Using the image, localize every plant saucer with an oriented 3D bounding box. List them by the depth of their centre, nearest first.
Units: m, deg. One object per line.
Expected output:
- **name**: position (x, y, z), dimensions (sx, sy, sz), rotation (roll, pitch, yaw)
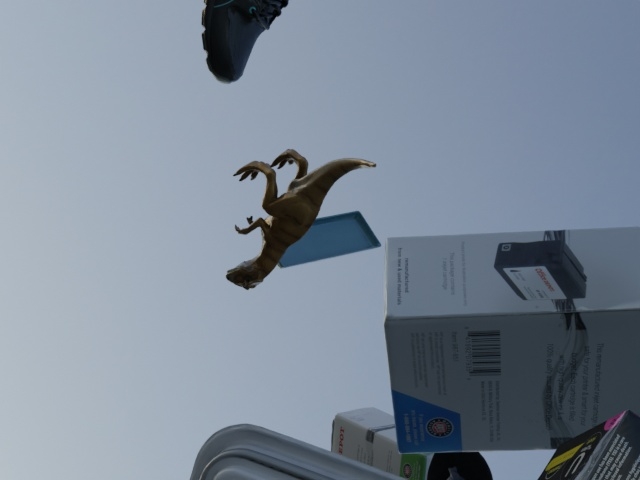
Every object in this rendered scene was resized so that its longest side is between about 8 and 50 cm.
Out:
- **plant saucer**: position (0.000, 0.000, 1.797), dimensions (0.067, 0.192, 0.018), rotation (58, -45, 21)

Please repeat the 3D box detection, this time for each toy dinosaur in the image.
- **toy dinosaur**: position (-0.018, -0.040, 1.200), dimensions (0.211, 0.064, 0.112), rotation (-49, -120, 32)

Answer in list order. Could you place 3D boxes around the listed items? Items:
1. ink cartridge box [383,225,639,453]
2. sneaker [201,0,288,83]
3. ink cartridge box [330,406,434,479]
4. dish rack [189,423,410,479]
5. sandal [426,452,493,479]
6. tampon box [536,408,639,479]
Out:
- **ink cartridge box**: position (0.227, 0.107, 1.345), dimensions (0.307, 0.129, 0.223), rotation (-2, -47, 6)
- **sneaker**: position (-0.072, -0.318, 1.561), dimensions (0.106, 0.267, 0.101), rotation (13, -2, 13)
- **ink cartridge box**: position (0.118, 0.379, 2.083), dimensions (0.219, 0.093, 0.160), rotation (19, -71, 49)
- **dish rack**: position (-0.023, 0.361, 1.172), dimensions (0.286, 0.072, 0.332), rotation (19, -81, 9)
- **sandal**: position (0.196, 0.404, 1.808), dimensions (0.097, 0.254, 0.054), rotation (2, -20, 6)
- **tampon box**: position (0.225, 0.212, 0.877), dimensions (0.161, 0.101, 0.120), rotation (38, -25, 1)
